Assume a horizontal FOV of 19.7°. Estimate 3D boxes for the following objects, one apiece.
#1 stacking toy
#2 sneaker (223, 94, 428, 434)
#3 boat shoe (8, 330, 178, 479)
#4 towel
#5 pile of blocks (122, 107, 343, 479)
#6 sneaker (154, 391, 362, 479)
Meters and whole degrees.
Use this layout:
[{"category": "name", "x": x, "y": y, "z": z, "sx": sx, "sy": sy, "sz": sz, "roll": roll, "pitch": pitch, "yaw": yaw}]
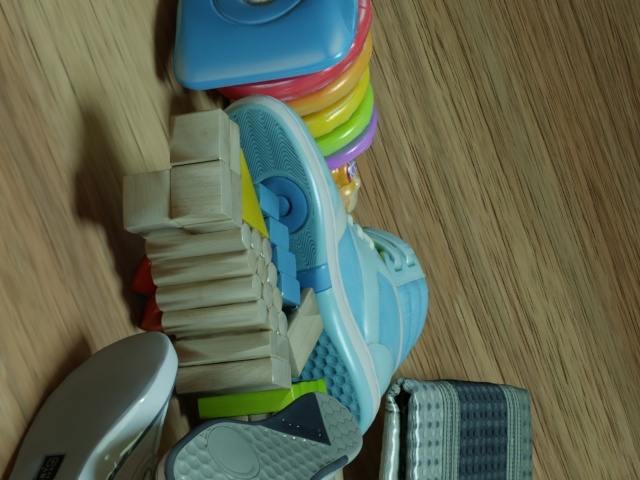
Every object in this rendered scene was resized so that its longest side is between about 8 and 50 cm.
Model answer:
[{"category": "stacking toy", "x": -0.011, "y": -0.123, "z": 1.672, "sx": 0.302, "sy": 0.165, "sz": 0.175, "roll": 68, "pitch": 18, "yaw": -47}, {"category": "sneaker", "x": 0.000, "y": 0.000, "z": 1.634, "sx": 0.208, "sy": 0.127, "sz": 0.319, "roll": -46, "pitch": 128, "yaw": -56}, {"category": "boat shoe", "x": -0.164, "y": 0.174, "z": 1.295, "sx": 0.258, "sy": 0.095, "sz": 0.084, "roll": -59, "pitch": 135, "yaw": -40}, {"category": "towel", "x": 0.129, "y": 0.297, "z": 1.782, "sx": 0.312, "sy": 0.056, "sz": 0.324, "roll": 11, "pitch": 79, "yaw": -63}, {"category": "pile of blocks", "x": -0.078, "y": 0.064, "z": 1.479, "sx": 0.149, "sy": 0.112, "sz": 0.362, "roll": -56, "pitch": 136, "yaw": -63}, {"category": "sneaker", "x": -0.079, "y": 0.196, "z": 1.331, "sx": 0.086, "sy": 0.163, "sz": 0.226, "roll": 55, "pitch": 27, "yaw": 15}]
